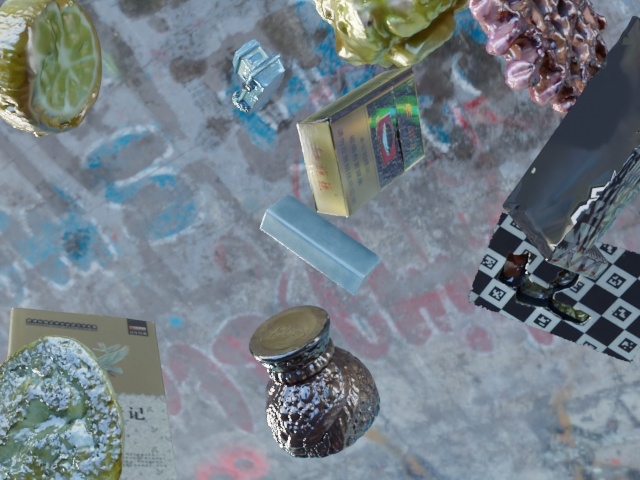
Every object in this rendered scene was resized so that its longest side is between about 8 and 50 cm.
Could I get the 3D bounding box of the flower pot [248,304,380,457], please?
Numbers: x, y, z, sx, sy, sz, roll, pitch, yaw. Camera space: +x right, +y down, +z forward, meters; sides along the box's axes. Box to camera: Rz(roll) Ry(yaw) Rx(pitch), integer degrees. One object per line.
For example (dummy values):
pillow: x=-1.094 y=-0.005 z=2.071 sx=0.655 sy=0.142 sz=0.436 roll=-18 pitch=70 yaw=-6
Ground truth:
flower pot: x=-0.027 y=0.307 z=1.605 sx=0.266 sy=0.267 sz=0.267 roll=-14 pitch=114 yaw=22

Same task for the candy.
candy: x=-0.499 y=-0.321 z=1.293 sx=0.117 sy=0.260 sz=0.260 roll=14 pitch=126 yaw=13

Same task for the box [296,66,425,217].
box: x=0.072 y=-0.159 z=1.113 sx=0.071 sy=0.240 sz=0.160 roll=7 pitch=124 yaw=39

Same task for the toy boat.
toy boat: x=-0.141 y=-0.330 z=1.450 sx=0.098 sy=0.109 sz=0.238 roll=50 pitch=166 yaw=-3

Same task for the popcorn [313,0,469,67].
popcorn: x=0.070 y=-0.290 z=0.805 sx=0.187 sy=0.185 sz=0.167 roll=20 pitch=89 yaw=36

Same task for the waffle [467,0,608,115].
waffle: x=0.232 y=-0.243 z=0.756 sx=0.055 sy=0.221 sz=0.235 roll=-26 pitch=79 yaw=48

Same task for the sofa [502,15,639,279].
sofa: x=0.147 y=-0.044 z=0.351 sx=0.039 sy=0.060 sz=0.118 roll=17 pitch=118 yaw=-23

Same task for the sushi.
sushi: x=0.391 y=0.066 z=1.127 sx=0.279 sy=0.043 sz=0.193 roll=18 pitch=122 yaw=9

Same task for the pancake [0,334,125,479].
pancake: x=-0.153 y=0.106 z=0.390 sx=0.107 sy=0.017 sz=0.108 roll=-3 pitch=80 yaw=19

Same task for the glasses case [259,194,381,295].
glasses case: x=0.000 y=0.000 z=1.571 sx=0.266 sy=0.105 sz=0.056 roll=35 pitch=158 yaw=13

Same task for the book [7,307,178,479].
book: x=-0.318 y=0.214 z=0.972 sx=0.216 sy=0.310 sz=0.021 roll=9 pitch=125 yaw=-27
